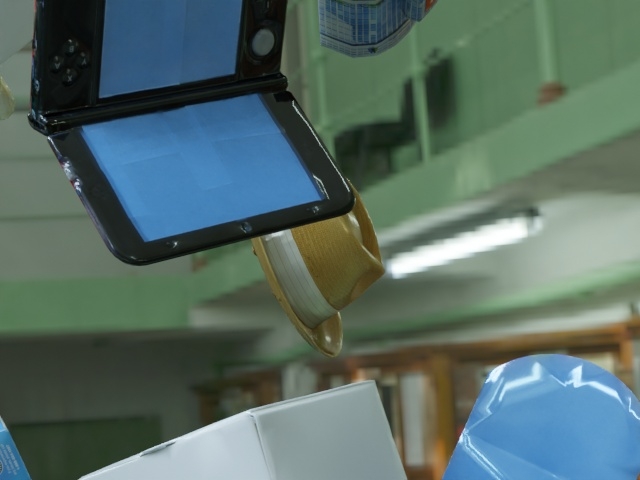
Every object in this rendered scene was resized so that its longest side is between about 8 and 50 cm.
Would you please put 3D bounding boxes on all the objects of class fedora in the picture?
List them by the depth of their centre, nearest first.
[{"bbox_3d":[0.000,0.000,1.425,0.079,0.194,0.194,-22,-10,11],"label":"fedora"}]

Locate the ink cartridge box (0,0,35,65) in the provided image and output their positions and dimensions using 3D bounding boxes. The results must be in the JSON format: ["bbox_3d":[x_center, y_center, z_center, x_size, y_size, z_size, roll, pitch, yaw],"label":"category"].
[{"bbox_3d":[-0.277,-0.317,1.563,0.211,0.289,0.121,32,-32,22],"label":"ink cartridge box"}]

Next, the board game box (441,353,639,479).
[{"bbox_3d":[0.163,0.166,1.246,0.133,0.169,0.033,22,-4,29],"label":"board game box"}]

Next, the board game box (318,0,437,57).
[{"bbox_3d":[0.071,-0.195,0.981,0.060,0.194,0.194,28,-21,15],"label":"board game box"}]

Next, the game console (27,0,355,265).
[{"bbox_3d":[-0.052,-0.071,0.802,0.144,0.124,0.085,-15,33,-39],"label":"game console"}]

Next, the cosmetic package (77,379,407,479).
[{"bbox_3d":[-0.015,0.306,1.246,0.197,0.366,0.155,-23,-9,38],"label":"cosmetic package"}]

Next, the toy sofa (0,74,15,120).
[{"bbox_3d":[-0.425,-0.118,1.307,0.362,0.177,0.150,-14,41,-23],"label":"toy sofa"}]

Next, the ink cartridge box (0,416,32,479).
[{"bbox_3d":[-0.252,0.178,1.152,0.122,0.088,0.052,-26,25,-14],"label":"ink cartridge box"}]
